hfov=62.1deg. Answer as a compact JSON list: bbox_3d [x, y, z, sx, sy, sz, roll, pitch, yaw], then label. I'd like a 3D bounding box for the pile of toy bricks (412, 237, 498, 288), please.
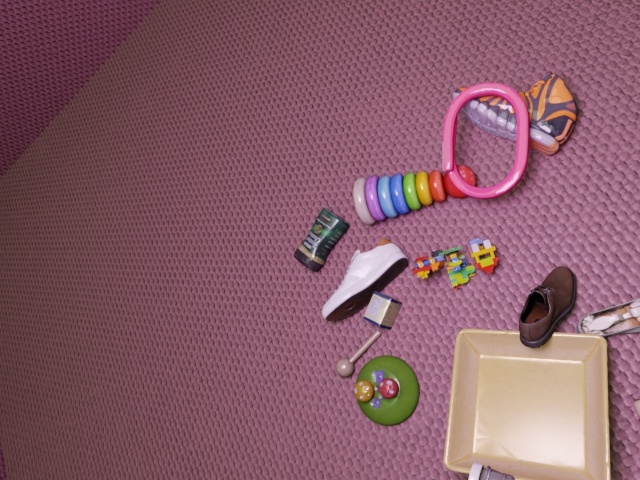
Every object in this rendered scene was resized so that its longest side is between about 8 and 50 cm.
[{"bbox_3d":[0.353,0.074,1.393,0.212,0.118,0.105,-19,94,8],"label":"pile of toy bricks"}]

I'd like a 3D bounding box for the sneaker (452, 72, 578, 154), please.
[{"bbox_3d":[0.524,-0.367,1.413,0.321,0.124,0.180,34,90,23],"label":"sneaker"}]

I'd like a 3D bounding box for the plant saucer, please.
[{"bbox_3d":[0.467,0.375,1.204,0.332,0.081,0.333,-3,61,30],"label":"plant saucer"}]

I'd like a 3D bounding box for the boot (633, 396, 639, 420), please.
[{"bbox_3d":[0.791,0.365,1.062,0.248,0.090,0.207,-35,73,16],"label":"boot"}]

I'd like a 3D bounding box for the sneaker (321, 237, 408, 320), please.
[{"bbox_3d":[0.107,0.110,1.521,0.290,0.106,0.123,-40,55,2],"label":"sneaker"}]

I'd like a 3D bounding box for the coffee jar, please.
[{"bbox_3d":[0.000,0.000,1.623,0.096,0.079,0.184,35,95,33],"label":"coffee jar"}]

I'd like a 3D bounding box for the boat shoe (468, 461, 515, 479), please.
[{"bbox_3d":[0.374,0.599,1.125,0.091,0.109,0.305,1,121,29],"label":"boat shoe"}]

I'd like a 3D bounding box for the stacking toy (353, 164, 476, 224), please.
[{"bbox_3d":[0.264,-0.140,1.483,0.330,0.141,0.141,-11,70,24],"label":"stacking toy"}]

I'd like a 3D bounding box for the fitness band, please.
[{"bbox_3d":[0.419,-0.251,1.349,0.208,0.054,0.291,2,89,23],"label":"fitness band"}]

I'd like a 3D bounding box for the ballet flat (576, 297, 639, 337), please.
[{"bbox_3d":[0.679,0.172,1.177,0.213,0.068,0.072,-24,65,22],"label":"ballet flat"}]

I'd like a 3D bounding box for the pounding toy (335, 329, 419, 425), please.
[{"bbox_3d":[0.143,0.373,1.409,0.183,0.110,0.237,-45,59,12],"label":"pounding toy"}]

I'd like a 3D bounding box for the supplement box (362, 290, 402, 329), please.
[{"bbox_3d":[0.172,0.192,1.461,0.056,0.083,0.083,23,89,33],"label":"supplement box"}]

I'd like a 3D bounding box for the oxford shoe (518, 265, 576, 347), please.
[{"bbox_3d":[0.528,0.134,1.228,0.082,0.096,0.227,11,52,42],"label":"oxford shoe"}]
